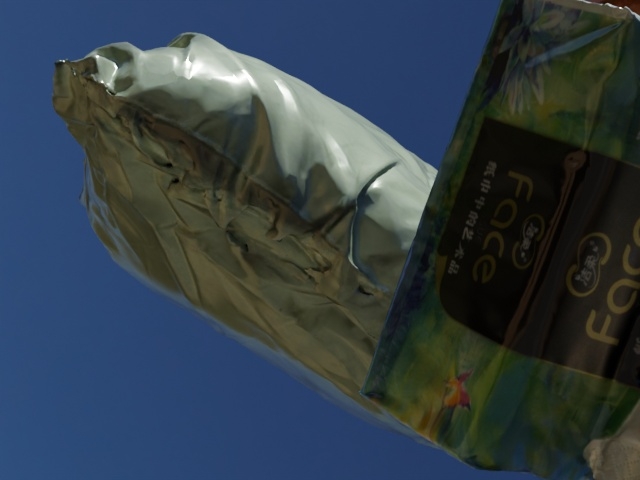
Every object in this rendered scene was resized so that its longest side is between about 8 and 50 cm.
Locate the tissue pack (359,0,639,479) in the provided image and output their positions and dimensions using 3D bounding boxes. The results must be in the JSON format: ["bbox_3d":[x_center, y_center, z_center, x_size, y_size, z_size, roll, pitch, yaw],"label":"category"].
[{"bbox_3d":[0.076,0.006,0.340,0.079,0.085,0.111,28,-80,56],"label":"tissue pack"}]

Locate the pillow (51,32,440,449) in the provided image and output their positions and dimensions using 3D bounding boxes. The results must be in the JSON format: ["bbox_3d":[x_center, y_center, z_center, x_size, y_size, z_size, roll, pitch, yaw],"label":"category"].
[{"bbox_3d":[0.000,0.000,0.720,0.310,0.138,0.283,34,0,-8],"label":"pillow"}]

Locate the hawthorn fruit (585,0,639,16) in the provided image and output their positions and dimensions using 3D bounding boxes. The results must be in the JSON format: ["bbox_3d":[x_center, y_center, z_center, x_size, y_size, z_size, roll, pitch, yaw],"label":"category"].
[{"bbox_3d":[0.213,-0.113,0.894,0.148,0.172,0.148,4,-67,10],"label":"hawthorn fruit"}]
